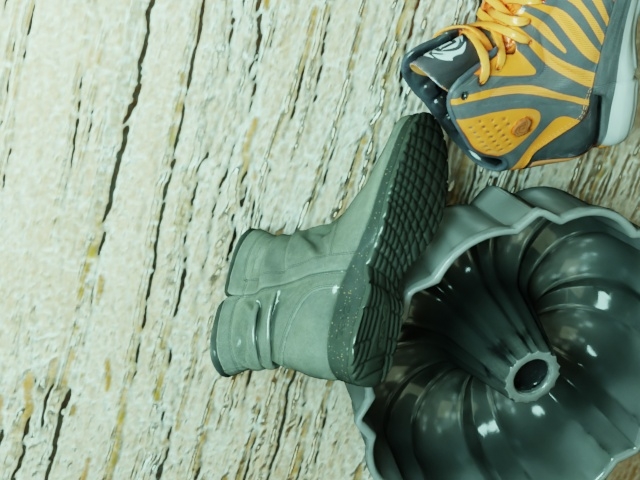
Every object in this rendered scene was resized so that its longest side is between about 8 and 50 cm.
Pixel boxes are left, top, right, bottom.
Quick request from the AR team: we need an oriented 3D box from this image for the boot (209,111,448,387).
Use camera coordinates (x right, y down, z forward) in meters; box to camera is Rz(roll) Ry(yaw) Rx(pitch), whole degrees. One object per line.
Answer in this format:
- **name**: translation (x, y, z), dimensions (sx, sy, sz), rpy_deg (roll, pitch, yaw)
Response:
- **boot**: translation (0.000, 0.000, 1.215), dimensions (0.083, 0.161, 0.246), rpy_deg (44, 59, -49)

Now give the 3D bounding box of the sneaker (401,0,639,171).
- **sneaker**: translation (0.158, -0.187, 1.180), dimensions (0.180, 0.124, 0.321), rpy_deg (-18, 123, -15)

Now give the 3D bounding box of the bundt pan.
- **bundt pan**: translation (0.163, 0.092, 1.340), dimensions (0.331, 0.124, 0.331), rpy_deg (-10, 120, -18)
